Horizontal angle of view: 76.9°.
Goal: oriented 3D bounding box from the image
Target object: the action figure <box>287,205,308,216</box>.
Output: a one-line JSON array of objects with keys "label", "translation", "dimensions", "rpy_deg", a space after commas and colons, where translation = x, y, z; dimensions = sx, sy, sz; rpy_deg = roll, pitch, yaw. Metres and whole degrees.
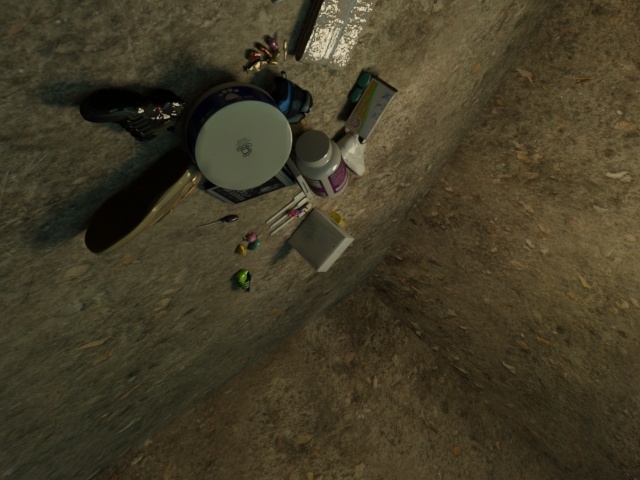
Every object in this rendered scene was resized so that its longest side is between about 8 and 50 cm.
[{"label": "action figure", "translation": [-0.102, -0.123, 1.788], "dimensions": [0.115, 0.030, 0.038], "rpy_deg": [-20, 150, -42]}]

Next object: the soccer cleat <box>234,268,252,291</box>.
[{"label": "soccer cleat", "translation": [-0.351, 0.192, 1.902], "dimensions": [0.072, 0.060, 0.179], "rpy_deg": [-41, 158, -18]}]

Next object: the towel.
[{"label": "towel", "translation": [0.056, -0.610, 1.105], "dimensions": [0.187, 0.049, 0.282], "rpy_deg": [-9, 140, -42]}]

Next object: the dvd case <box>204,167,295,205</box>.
[{"label": "dvd case", "translation": [-0.221, -0.182, 1.292], "dimensions": [0.238, 0.029, 0.179], "rpy_deg": [-18, 165, 12]}]

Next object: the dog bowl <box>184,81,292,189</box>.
[{"label": "dog bowl", "translation": [-0.212, -0.268, 1.061], "dimensions": [0.265, 0.104, 0.265], "rpy_deg": [-18, 139, -17]}]

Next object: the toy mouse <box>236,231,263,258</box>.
[{"label": "toy mouse", "translation": [-0.288, 0.009, 1.705], "dimensions": [0.143, 0.031, 0.161], "rpy_deg": [-35, 158, -28]}]

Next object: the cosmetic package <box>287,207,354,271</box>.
[{"label": "cosmetic package", "translation": [0.000, 0.000, 1.994], "dimensions": [0.225, 0.224, 0.138], "rpy_deg": [-51, 161, 12]}]

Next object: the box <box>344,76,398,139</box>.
[{"label": "box", "translation": [0.194, -0.502, 1.535], "dimensions": [0.203, 0.103, 0.114], "rpy_deg": [-57, 179, 29]}]

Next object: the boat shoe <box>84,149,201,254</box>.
[{"label": "boat shoe", "translation": [-0.448, -0.083, 1.051], "dimensions": [0.341, 0.121, 0.110], "rpy_deg": [-44, 160, -10]}]

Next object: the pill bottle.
[{"label": "pill bottle", "translation": [0.003, -0.285, 1.515], "dimensions": [0.169, 0.169, 0.301], "rpy_deg": [-45, 161, -3]}]

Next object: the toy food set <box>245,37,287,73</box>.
[{"label": "toy food set", "translation": [-0.143, -0.484, 1.044], "dimensions": [0.122, 0.019, 0.078], "rpy_deg": [-28, 155, -24]}]

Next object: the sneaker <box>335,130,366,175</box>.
[{"label": "sneaker", "translation": [0.158, -0.375, 1.738], "dimensions": [0.152, 0.114, 0.305], "rpy_deg": [-48, 161, 8]}]

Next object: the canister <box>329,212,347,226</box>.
[{"label": "canister", "translation": [0.080, -0.082, 2.229], "dimensions": [0.126, 0.073, 0.170], "rpy_deg": [-48, 162, 6]}]

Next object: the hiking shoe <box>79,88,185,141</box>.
[{"label": "hiking shoe", "translation": [-0.395, -0.257, 0.867], "dimensions": [0.227, 0.086, 0.114], "rpy_deg": [-25, 148, -48]}]

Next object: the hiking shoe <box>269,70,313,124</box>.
[{"label": "hiking shoe", "translation": [-0.164, -0.347, 1.190], "dimensions": [0.132, 0.113, 0.304], "rpy_deg": [27, 115, -39]}]

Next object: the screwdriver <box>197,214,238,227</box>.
[{"label": "screwdriver", "translation": [-0.360, -0.065, 1.424], "dimensions": [0.025, 0.024, 0.170], "rpy_deg": [-23, 178, 42]}]

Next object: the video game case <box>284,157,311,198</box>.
[{"label": "video game case", "translation": [-0.100, -0.246, 1.346], "dimensions": [0.022, 0.190, 0.173], "rpy_deg": [-33, 160, -1]}]

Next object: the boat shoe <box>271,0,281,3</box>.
[{"label": "boat shoe", "translation": [-0.076, -0.587, 0.952], "dimensions": [0.100, 0.035, 0.035], "rpy_deg": [-50, 159, -8]}]

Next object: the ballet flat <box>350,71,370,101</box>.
[{"label": "ballet flat", "translation": [0.145, -0.561, 1.469], "dimensions": [0.041, 0.041, 0.114], "rpy_deg": [-16, 145, -55]}]

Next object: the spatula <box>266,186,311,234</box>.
[{"label": "spatula", "translation": [-0.135, -0.120, 1.787], "dimensions": [0.242, 0.019, 0.168], "rpy_deg": [-41, 161, -16]}]
